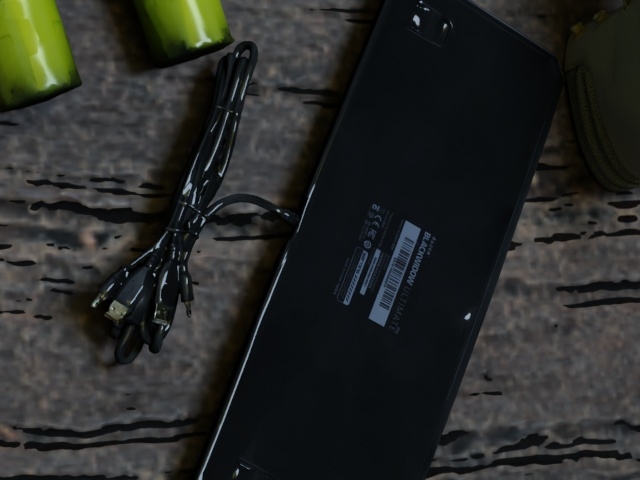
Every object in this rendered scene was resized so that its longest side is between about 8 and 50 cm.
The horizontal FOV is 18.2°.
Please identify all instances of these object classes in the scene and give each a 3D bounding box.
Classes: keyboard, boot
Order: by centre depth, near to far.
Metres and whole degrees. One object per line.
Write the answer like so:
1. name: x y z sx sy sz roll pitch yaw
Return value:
1. keyboard: 0.000 0.000 1.003 0.201 0.033 0.317 30 70 -24
2. boot: 0.189 -0.133 1.034 0.077 0.165 0.213 4 86 -18

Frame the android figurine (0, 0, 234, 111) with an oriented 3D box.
1. android figurine: -0.141 -0.206 0.960 0.248 0.056 0.273 -21 90 -25
